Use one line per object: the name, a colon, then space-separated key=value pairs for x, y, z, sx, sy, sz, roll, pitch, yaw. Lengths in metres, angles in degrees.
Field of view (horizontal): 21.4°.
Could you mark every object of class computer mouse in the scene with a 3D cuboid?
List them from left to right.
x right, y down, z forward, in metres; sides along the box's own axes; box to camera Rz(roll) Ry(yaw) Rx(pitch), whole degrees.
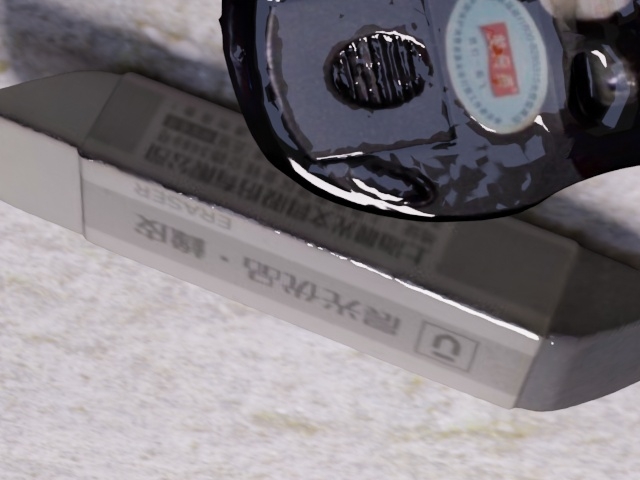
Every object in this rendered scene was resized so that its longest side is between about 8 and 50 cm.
computer mouse: x=0.082 y=-0.086 z=0.590 sx=0.233 sy=0.096 sz=0.137 roll=-6 pitch=127 yaw=8

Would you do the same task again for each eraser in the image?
eraser: x=0.000 y=0.000 z=0.825 sx=0.352 sy=0.061 sz=0.089 roll=21 pitch=148 yaw=8
